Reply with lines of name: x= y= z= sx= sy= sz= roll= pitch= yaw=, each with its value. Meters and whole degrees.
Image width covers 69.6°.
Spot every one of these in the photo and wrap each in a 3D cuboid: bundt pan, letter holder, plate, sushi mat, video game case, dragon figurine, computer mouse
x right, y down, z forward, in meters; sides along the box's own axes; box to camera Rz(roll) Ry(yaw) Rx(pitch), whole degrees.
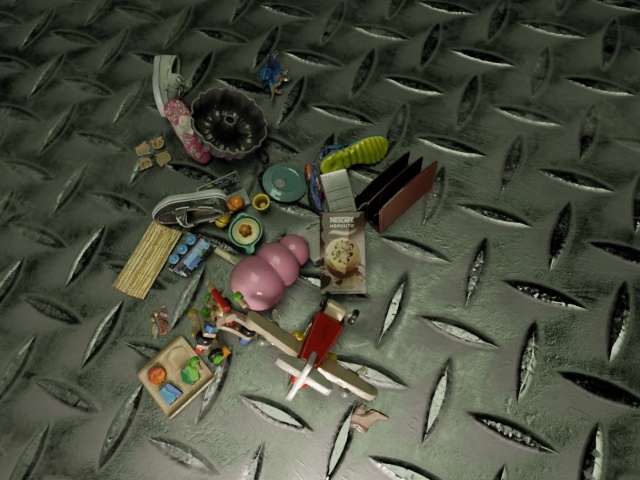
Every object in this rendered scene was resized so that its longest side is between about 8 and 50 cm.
bundt pan: x=-0.398 y=-0.483 z=1.963 sx=0.330 sy=0.124 sz=0.331 roll=9 pitch=66 yaw=-21
letter holder: x=0.289 y=-0.211 z=1.780 sx=0.302 sy=0.214 sz=0.152 roll=-41 pitch=70 yaw=-10
plate: x=-0.146 y=-0.246 z=1.912 sx=0.188 sy=0.024 sz=0.188 roll=6 pitch=64 yaw=-12
sushi mat: x=-0.700 y=0.076 z=1.868 sx=0.151 sy=0.019 sz=0.317 roll=22 pitch=72 yaw=13
video game case: x=-0.410 y=-0.186 z=1.945 sx=0.190 sy=0.022 sz=0.173 roll=-25 pitch=68 yaw=-4
dragon figurine: x=-0.231 y=-0.744 z=2.119 sx=0.144 sy=0.085 sz=0.289 roll=20 pitch=71 yaw=13
computer mouse: x=-0.241 y=-0.301 z=1.971 sx=0.071 sy=0.041 sz=0.242 roll=-10 pitch=60 yaw=-8

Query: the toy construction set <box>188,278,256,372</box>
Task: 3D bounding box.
toy construction set: x=-0.376 y=0.247 z=1.626 sx=0.257 sy=0.309 sz=0.237 roll=-23 pitch=53 yaw=-33

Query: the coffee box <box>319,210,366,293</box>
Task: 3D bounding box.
coffee box: x=0.080 y=0.046 z=1.699 sx=0.168 sy=0.119 sz=0.297 roll=-2 pitch=86 yaw=1

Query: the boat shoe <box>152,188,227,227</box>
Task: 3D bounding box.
boat shoe: x=-0.532 y=-0.114 z=1.843 sx=0.335 sy=0.121 sz=0.119 roll=-15 pitch=57 yaw=16

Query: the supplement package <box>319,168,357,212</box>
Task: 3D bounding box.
supplement package: x=0.069 y=-0.182 z=1.813 sx=0.105 sy=0.105 sz=0.179 roll=-15 pitch=97 yaw=-2

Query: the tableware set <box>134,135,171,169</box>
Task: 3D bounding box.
tableware set: x=-0.752 y=-0.389 z=2.063 sx=0.141 sy=0.020 sz=0.169 roll=-24 pitch=68 yaw=-4

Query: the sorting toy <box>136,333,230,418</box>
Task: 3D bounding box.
sorting toy: x=-0.495 y=0.456 z=1.681 sx=0.307 sy=0.041 sz=0.229 roll=-42 pitch=70 yaw=-11

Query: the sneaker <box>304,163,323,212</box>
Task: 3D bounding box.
sneaker: x=-0.010 y=-0.219 z=1.890 sx=0.087 sy=0.083 sz=0.221 roll=-5 pitch=72 yaw=-10

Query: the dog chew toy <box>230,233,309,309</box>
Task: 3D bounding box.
dog chew toy: x=-0.174 y=0.102 z=1.715 sx=0.206 sy=0.207 sz=0.332 roll=40 pitch=69 yaw=19

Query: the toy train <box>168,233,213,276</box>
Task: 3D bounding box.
toy train: x=-0.517 y=0.061 z=1.826 sx=0.105 sy=0.080 sz=0.184 roll=36 pitch=75 yaw=12

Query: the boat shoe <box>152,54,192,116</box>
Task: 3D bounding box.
boat shoe: x=-0.683 y=-0.730 z=2.145 sx=0.156 sy=0.136 sz=0.367 roll=-10 pitch=58 yaw=-2

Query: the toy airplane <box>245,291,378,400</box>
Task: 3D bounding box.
toy airplane: x=-0.031 y=0.385 z=1.537 sx=0.384 sy=0.272 sz=0.386 roll=0 pitch=48 yaw=-32

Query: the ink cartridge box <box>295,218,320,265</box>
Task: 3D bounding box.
ink cartridge box: x=0.000 y=0.000 z=1.829 sx=0.145 sy=0.045 sz=0.179 roll=-28 pitch=50 yaw=-5

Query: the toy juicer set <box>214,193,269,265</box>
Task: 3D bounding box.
toy juicer set: x=-0.332 y=-0.041 z=1.831 sx=0.209 sy=0.089 sz=0.329 roll=11 pitch=75 yaw=6

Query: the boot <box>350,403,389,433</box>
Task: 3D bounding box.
boot: x=0.162 y=0.611 z=1.557 sx=0.118 sy=0.042 sz=0.087 roll=21 pitch=78 yaw=15

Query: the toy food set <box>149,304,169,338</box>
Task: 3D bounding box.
toy food set: x=-0.616 y=0.310 z=1.764 sx=0.077 sy=0.019 sz=0.122 roll=-18 pitch=67 yaw=-2

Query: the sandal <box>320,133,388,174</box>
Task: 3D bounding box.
sandal: x=0.130 y=-0.371 z=1.918 sx=0.317 sy=0.126 sz=0.138 roll=-19 pitch=36 yaw=-12

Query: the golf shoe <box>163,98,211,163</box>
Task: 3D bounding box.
golf shoe: x=-0.575 y=-0.471 z=2.036 sx=0.115 sy=0.140 sz=0.306 roll=-30 pitch=91 yaw=-12
